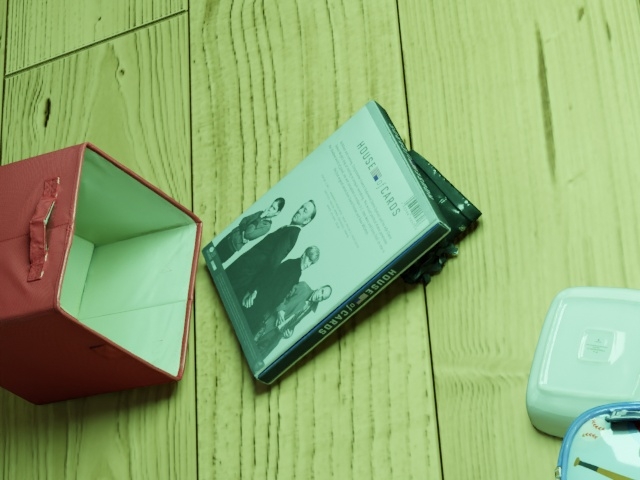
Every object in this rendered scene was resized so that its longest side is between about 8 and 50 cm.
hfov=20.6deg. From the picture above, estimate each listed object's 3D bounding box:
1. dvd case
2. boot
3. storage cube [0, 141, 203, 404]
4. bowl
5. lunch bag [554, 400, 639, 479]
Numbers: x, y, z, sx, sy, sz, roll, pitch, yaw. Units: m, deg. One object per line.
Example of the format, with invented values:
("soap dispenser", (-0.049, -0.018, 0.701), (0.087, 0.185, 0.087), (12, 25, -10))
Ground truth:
("dvd case", (0.000, 0.000, 1.701), (0.239, 0.029, 0.179), (-40, 47, 17))
("boot", (0.090, -0.021, 1.687), (0.099, 0.045, 0.121), (-47, 49, 6))
("storage cube", (-0.255, 0.040, 1.745), (0.193, 0.215, 0.183), (-12, 59, 31))
("bowl", (0.245, 0.101, 1.521), (0.142, 0.053, 0.142), (5, 66, 33))
("lunch bag", (0.302, 0.258, 1.355), (0.243, 0.115, 0.303), (-3, 66, 24))
